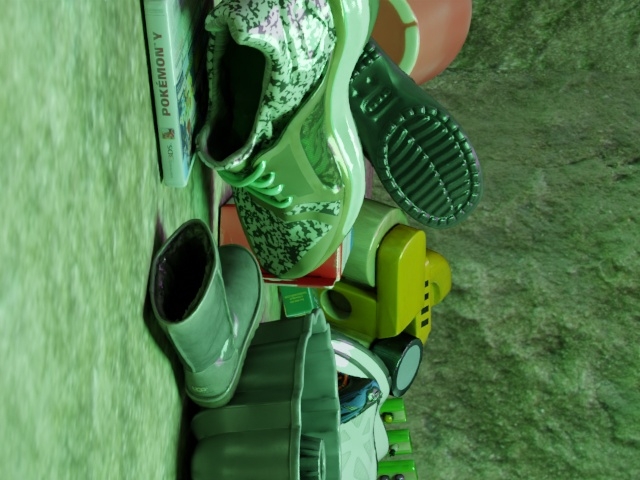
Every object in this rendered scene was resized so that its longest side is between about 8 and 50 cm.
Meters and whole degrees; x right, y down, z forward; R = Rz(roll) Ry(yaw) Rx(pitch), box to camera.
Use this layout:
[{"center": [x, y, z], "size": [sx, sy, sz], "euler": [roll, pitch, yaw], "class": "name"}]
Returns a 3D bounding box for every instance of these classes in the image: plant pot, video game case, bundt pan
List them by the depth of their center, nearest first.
[{"center": [-0.120, -0.177, 1.229], "size": [0.201, 0.023, 0.183], "euler": [-82, 172, -53], "class": "video game case"}, {"center": [-0.057, 0.236, 1.455], "size": [0.331, 0.124, 0.330], "euler": [-2, 90, -82], "class": "bundt pan"}, {"center": [0.080, -0.337, 2.128], "size": [0.243, 0.275, 0.275], "euler": [-51, 145, -64], "class": "plant pot"}]

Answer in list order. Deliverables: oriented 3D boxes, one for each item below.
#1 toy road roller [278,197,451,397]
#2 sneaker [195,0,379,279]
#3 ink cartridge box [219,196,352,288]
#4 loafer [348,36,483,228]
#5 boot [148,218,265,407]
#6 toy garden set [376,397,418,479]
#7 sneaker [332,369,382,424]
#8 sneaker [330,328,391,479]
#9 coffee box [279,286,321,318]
[{"center": [0.079, 0.044, 2.050], "size": [0.240, 0.202, 0.329], "euler": [-45, 144, -41], "class": "toy road roller"}, {"center": [-0.062, -0.103, 1.293], "size": [0.182, 0.158, 0.410], "euler": [-43, 149, -37], "class": "sneaker"}, {"center": [-0.037, -0.009, 1.562], "size": [0.231, 0.134, 0.078], "euler": [-65, 157, -77], "class": "ink cartridge box"}, {"center": [0.097, -0.177, 1.914], "size": [0.366, 0.134, 0.130], "euler": [53, 6, -18], "class": "loafer"}, {"center": [-0.106, 0.040, 1.281], "size": [0.208, 0.076, 0.189], "euler": [71, 19, -56], "class": "boot"}, {"center": [0.046, 0.328, 2.328], "size": [0.049, 0.204, 0.244], "euler": [-78, 159, -57], "class": "toy garden set"}, {"center": [-0.019, 0.173, 1.679], "size": [0.083, 0.221, 0.087], "euler": [-32, 113, -42], "class": "sneaker"}, {"center": [-0.002, 0.310, 1.899], "size": [0.447, 0.169, 0.257], "euler": [72, 28, -55], "class": "sneaker"}, {"center": [-0.039, 0.016, 1.802], "size": [0.113, 0.040, 0.184], "euler": [59, 17, -79], "class": "coffee box"}]
